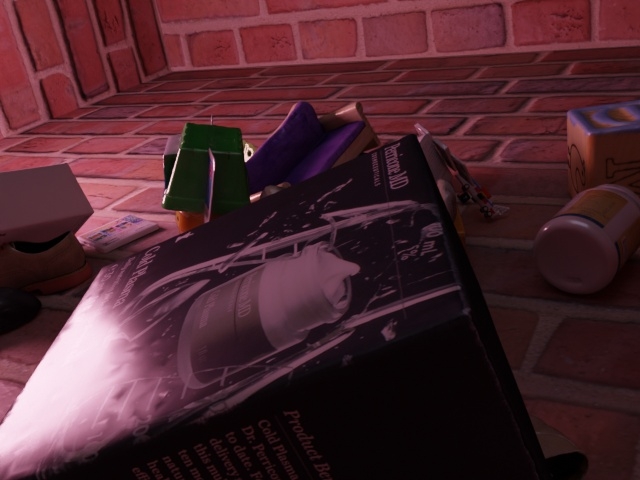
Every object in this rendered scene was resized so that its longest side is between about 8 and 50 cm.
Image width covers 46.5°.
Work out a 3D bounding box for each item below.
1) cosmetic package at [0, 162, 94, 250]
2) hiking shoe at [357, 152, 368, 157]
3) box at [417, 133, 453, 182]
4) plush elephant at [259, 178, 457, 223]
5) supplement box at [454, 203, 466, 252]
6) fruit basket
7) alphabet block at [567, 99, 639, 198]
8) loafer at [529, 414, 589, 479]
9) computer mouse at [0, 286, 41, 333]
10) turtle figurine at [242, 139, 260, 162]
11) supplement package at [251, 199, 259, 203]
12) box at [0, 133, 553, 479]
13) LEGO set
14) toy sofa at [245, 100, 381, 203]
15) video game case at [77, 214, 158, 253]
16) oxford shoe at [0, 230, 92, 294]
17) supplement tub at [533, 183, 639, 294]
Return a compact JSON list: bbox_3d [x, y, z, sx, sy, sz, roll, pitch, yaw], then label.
[{"bbox_3d":[-0.727,-0.046,1.671,0.197,0.155,0.366,-39,-13,37],"label":"cosmetic package"},{"bbox_3d":[0.096,-0.110,1.759,0.132,0.113,0.304,7,38,18],"label":"hiking shoe"},{"bbox_3d":[0.150,-0.104,1.546,0.181,0.119,0.182,-20,23,40],"label":"box"},{"bbox_3d":[0.106,0.018,1.237,0.330,0.271,0.255,-18,21,-26],"label":"plush elephant"},{"bbox_3d":[0.248,-0.023,1.518,0.080,0.078,0.233,-8,23,5],"label":"supplement box"},{"bbox_3d":[-0.228,-0.031,1.389,0.166,0.352,0.327,11,22,-11],"label":"fruit basket"},{"bbox_3d":[0.628,-0.166,1.542,0.194,0.197,0.192,-6,23,8],"label":"alphabet block"},{"bbox_3d":[0.209,0.282,0.816,0.092,0.101,0.269,5,26,43],"label":"loafer"},{"bbox_3d":[-0.690,0.159,1.483,0.189,0.072,0.272,12,32,42],"label":"computer mouse"},{"bbox_3d":[-0.121,-0.173,1.818,0.266,0.274,0.198,3,-37,-49],"label":"turtle figurine"},{"bbox_3d":[0.000,0.000,1.416,0.203,0.194,0.149,-21,25,-25],"label":"supplement package"},{"bbox_3d":[-0.040,0.159,0.820,0.472,0.297,0.480,-21,22,10],"label":"box"},{"bbox_3d":[0.308,-0.143,1.610,0.060,0.244,0.182,-39,45,-1],"label":"LEGO set"},{"bbox_3d":[-0.031,-0.176,1.630,0.150,0.177,0.362,-15,27,42],"label":"toy sofa"},{"bbox_3d":[-0.511,-0.019,1.879,0.157,0.019,0.143,-29,30,-35],"label":"video game case"},{"bbox_3d":[-0.688,0.062,1.627,0.348,0.130,0.123,-16,25,-13],"label":"oxford shoe"},{"bbox_3d":[0.478,-0.008,1.308,0.144,0.144,0.200,11,31,39],"label":"supplement tub"}]
